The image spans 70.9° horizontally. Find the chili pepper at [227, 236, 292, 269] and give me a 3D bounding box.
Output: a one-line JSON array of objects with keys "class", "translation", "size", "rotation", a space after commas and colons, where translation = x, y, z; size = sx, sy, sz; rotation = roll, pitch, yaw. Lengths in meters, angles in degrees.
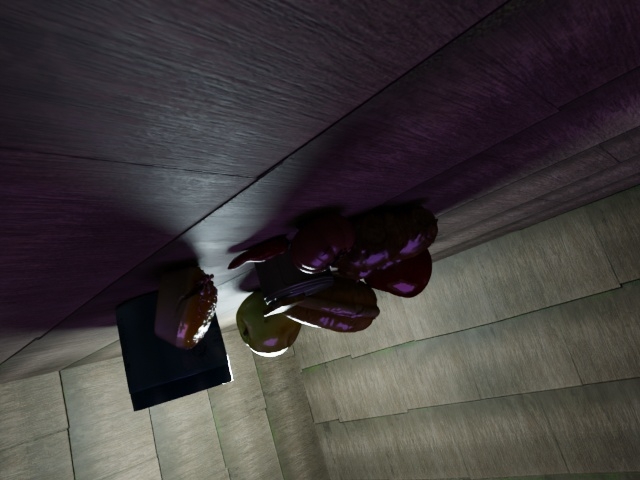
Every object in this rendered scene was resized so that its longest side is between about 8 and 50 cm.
[{"class": "chili pepper", "translation": [-0.160, 0.030, 1.260], "size": [0.267, 0.059, 0.050], "rotation": [-19, 130, 20]}]

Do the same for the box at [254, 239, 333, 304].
[{"class": "box", "translation": [-0.083, 0.097, 1.411], "size": [0.226, 0.150, 0.226], "rotation": [-17, 168, -4]}]

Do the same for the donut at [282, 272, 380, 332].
[{"class": "donut", "translation": [0.015, 0.220, 1.708], "size": [0.448, 0.198, 0.449], "rotation": [11, 178, 0]}]

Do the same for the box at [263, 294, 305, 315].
[{"class": "box", "translation": [-0.119, 0.209, 1.441], "size": [0.088, 0.022, 0.156], "rotation": [-10, 166, -29]}]

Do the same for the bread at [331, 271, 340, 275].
[{"class": "bread", "translation": [0.000, 0.207, 2.281], "size": [0.228, 0.034, 0.228], "rotation": [-15, 168, -3]}]

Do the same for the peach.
[{"class": "peach", "translation": [-0.230, 0.357, 2.052], "size": [0.315, 0.281, 0.314], "rotation": [-41, 144, -33]}]

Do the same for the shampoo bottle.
[{"class": "shampoo bottle", "translation": [-0.503, 0.361, 1.540], "size": [0.330, 0.343, 0.331], "rotation": [-17, 167, -4]}]

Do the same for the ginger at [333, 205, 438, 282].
[{"class": "ginger", "translation": [0.166, 0.013, 1.349], "size": [0.357, 0.153, 0.274], "rotation": [-13, 162, -28]}]

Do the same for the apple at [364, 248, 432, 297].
[{"class": "apple", "translation": [0.273, 0.087, 1.646], "size": [0.260, 0.217, 0.260], "rotation": [14, -178, 0]}]

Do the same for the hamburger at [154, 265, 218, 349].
[{"class": "hamburger", "translation": [-0.373, 0.191, 1.269], "size": [0.151, 0.227, 0.295], "rotation": [9, 165, -10]}]

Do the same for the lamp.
[{"class": "lamp", "translation": [0.000, 0.000, 1.153], "size": [0.182, 0.140, 0.182], "rotation": [-34, 168, -8]}]
